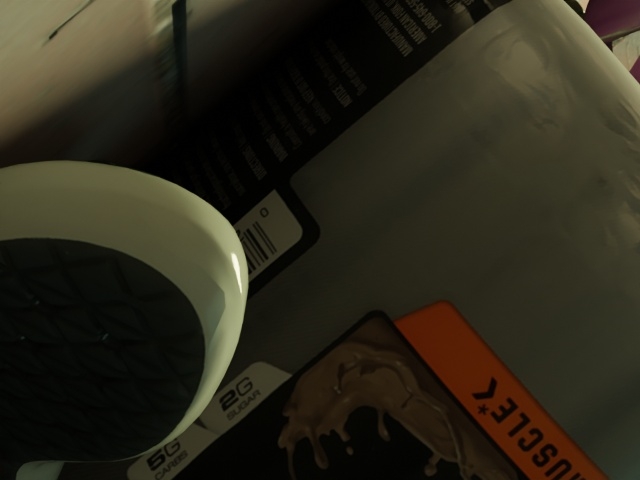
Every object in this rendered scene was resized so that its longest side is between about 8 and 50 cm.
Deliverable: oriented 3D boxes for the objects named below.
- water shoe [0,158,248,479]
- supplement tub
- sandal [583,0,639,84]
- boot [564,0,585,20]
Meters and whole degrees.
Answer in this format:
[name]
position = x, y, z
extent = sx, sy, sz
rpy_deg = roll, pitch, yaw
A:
[water shoe]
position = -0.064, 0.009, 0.457
extent = 0.203, 0.073, 0.080
rpy_deg = -37, -157, 60
[supplement tub]
position = -0.017, 0.082, 0.624
extent = 0.338, 0.207, 0.207
rpy_deg = -41, 177, 7
[sandal]
position = 0.182, -0.150, 0.846
extent = 0.169, 0.102, 0.416
rpy_deg = -58, 178, -45
[boot]
position = 0.149, -0.053, 1.131
extent = 0.076, 0.190, 0.208
rpy_deg = -14, 176, 3
